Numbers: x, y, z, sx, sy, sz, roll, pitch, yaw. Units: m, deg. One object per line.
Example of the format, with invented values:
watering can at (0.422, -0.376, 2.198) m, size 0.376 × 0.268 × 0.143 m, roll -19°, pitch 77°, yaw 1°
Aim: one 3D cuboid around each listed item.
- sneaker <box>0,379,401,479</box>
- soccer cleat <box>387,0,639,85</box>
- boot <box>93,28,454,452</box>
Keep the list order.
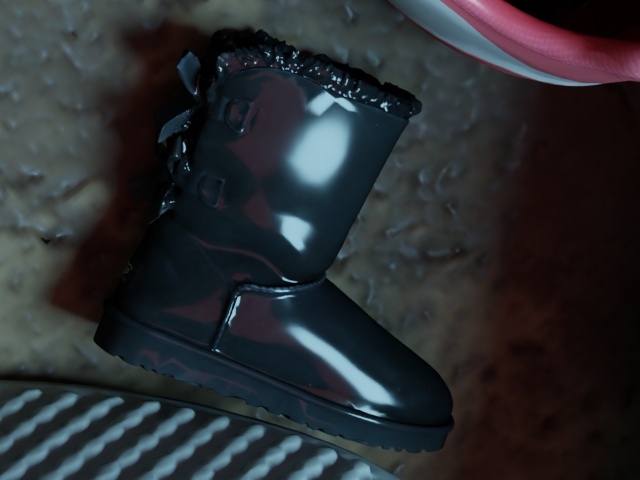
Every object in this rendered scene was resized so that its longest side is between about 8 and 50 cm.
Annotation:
sneaker at (-0.146, 0.136, 0.528) m, size 0.366 × 0.135 × 0.150 m, roll -5°, pitch 116°, yaw -3°
soccer cleat at (-0.018, -0.155, 0.461) m, size 0.318 × 0.116 × 0.108 m, roll 42°, pitch 94°, yaw -21°
boot at (0.000, 0.000, 0.556) m, size 0.121 × 0.045 × 0.099 m, roll 20°, pitch 98°, yaw -18°
